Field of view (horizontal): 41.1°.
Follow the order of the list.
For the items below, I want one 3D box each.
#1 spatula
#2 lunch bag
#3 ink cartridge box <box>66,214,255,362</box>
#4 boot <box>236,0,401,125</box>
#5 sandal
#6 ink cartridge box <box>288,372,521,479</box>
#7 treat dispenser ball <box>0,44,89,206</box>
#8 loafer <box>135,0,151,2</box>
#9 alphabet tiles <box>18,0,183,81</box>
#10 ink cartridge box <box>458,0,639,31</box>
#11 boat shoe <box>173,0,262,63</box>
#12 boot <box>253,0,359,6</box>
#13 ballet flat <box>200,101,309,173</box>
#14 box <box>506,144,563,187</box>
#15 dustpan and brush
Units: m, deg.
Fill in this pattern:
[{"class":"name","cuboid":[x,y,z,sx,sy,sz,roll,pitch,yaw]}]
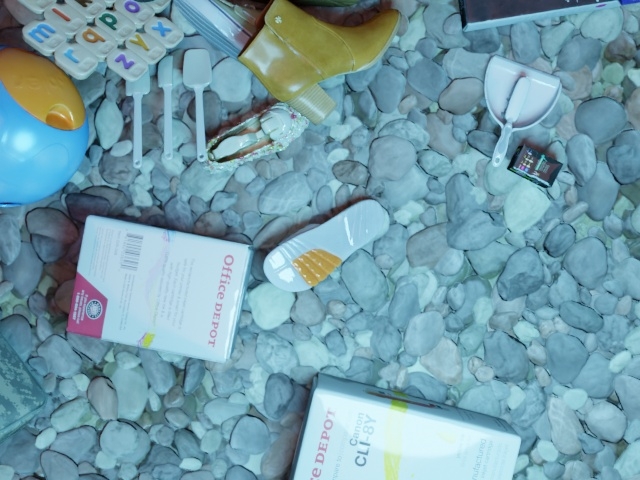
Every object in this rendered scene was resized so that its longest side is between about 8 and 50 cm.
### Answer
[{"class":"spatula","cuboid":[-0.286,-0.253,1.618,0.168,0.019,0.242,-5,69,-2]},{"class":"lunch bag","cuboid":[-0.706,0.284,1.578,0.256,0.212,0.305,-41,87,18]},{"class":"ink cartridge box","cuboid":[-0.296,0.088,1.604,0.306,0.131,0.226,12,90,0]},{"class":"boot","cuboid":[0.000,-0.378,1.556,0.211,0.104,0.295,43,76,-21]},{"class":"sandal","cuboid":[0.005,0.009,1.631,0.265,0.076,0.102,-31,105,-19]},{"class":"ink cartridge box","cuboid":[0.141,0.434,1.583,0.385,0.160,0.279,14,91,1]},{"class":"treat dispenser ball","cuboid":[-0.564,-0.204,1.528,0.288,0.288,0.288,0,91,1]},{"class":"loafer","cuboid":[-0.240,-0.601,1.592,0.366,0.134,0.130,-35,69,-6]},{"class":"alphabet tiles","cuboid":[-0.407,-0.414,1.576,0.278,0.021,0.284,36,55,-1]},{"class":"ink cartridge box","cuboid":[0.441,-0.516,1.617,0.371,0.069,0.175,-9,91,-1]},{"class":"boat shoe","cuboid":[-0.140,-0.395,1.619,0.302,0.109,0.094,37,79,-10]},{"class":"boot","cuboid":[-0.052,-0.553,1.604,0.262,0.095,0.203,2,92,-5]},{"class":"ballet flat","cuboid":[-0.121,-0.197,1.624,0.241,0.077,0.091,-31,89,1]},{"class":"box","cuboid":[0.406,-0.140,1.619,0.083,0.062,0.052,26,92,1]},{"class":"dustpan and brush","cuboid":[0.363,-0.238,1.620,0.147,0.060,0.211,20,91,1]}]
